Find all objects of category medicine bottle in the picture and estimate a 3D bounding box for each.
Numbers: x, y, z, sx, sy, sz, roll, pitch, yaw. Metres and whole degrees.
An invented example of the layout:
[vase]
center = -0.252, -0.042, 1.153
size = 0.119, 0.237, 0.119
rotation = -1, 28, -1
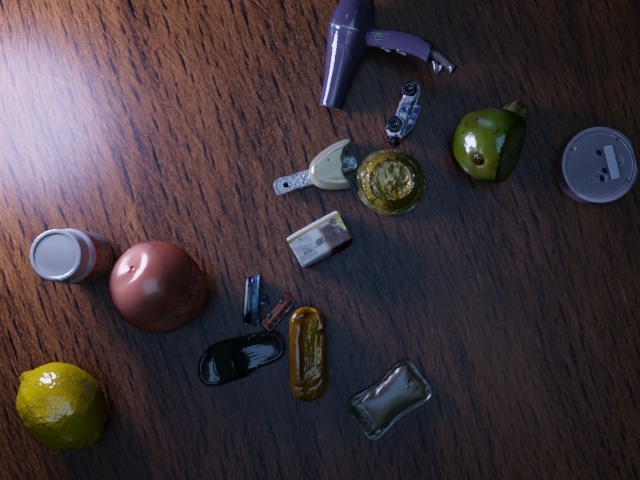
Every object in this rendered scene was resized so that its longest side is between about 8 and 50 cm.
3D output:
[medicine bottle]
center = -0.624, 0.041, 1.863
size = 0.145, 0.252, 0.144
rotation = 0, 87, 3

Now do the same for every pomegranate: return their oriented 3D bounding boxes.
[pomegranate]
center = 0.431, -0.273, 1.886
size = 0.159, 0.190, 0.240
rotation = 27, 90, 27

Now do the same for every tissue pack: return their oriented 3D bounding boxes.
[tissue pack]
center = 0.000, 0.001, 1.921
size = 0.149, 0.106, 0.099
rotation = -29, 87, 0

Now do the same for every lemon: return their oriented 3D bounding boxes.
[lemon]
center = -0.653, 0.420, 1.877
size = 0.260, 0.204, 0.204
rotation = 44, 90, -1

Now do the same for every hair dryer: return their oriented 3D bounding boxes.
[hair dryer]
center = 0.171, -0.460, 1.886
size = 0.361, 0.121, 0.301
rotation = 17, 97, 24

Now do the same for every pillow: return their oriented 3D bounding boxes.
[pillow]
center = 0.183, 0.419, 1.941
size = 0.217, 0.033, 0.130
rotation = -36, 87, 0

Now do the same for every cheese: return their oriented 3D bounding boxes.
[cheese]
center = -0.012, -0.177, 1.954
size = 0.235, 0.050, 0.127
rotation = -17, 89, 0

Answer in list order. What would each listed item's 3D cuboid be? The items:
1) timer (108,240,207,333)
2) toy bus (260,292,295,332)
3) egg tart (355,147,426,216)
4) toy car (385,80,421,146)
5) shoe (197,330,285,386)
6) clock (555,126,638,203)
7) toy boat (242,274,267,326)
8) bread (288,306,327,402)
[timer]
center = -0.407, 0.119, 1.862
size = 0.229, 0.229, 0.215
rotation = -48, 130, 0
[toy bus]
center = -0.111, 0.189, 1.943
size = 0.043, 0.031, 0.110
rotation = 40, 74, 3
[egg tart]
center = 0.187, -0.154, 1.940
size = 0.191, 0.074, 0.191
rotation = 0, 87, -1
[toy car]
center = 0.220, -0.329, 1.939
size = 0.070, 0.080, 0.170
rotation = 22, 89, 2
[shoe]
center = -0.211, 0.304, 1.926
size = 0.241, 0.093, 0.108
rotation = -20, 89, -1
[clock]
center = 0.718, -0.194, 1.930
size = 0.197, 0.068, 0.196
rotation = 0, 89, 1
[toy boat]
center = -0.171, 0.159, 1.947
size = 0.061, 0.060, 0.137
rotation = 6, 82, -23
[bread]
center = -0.033, 0.295, 1.923
size = 0.102, 0.094, 0.245
rotation = 1, 88, -4
